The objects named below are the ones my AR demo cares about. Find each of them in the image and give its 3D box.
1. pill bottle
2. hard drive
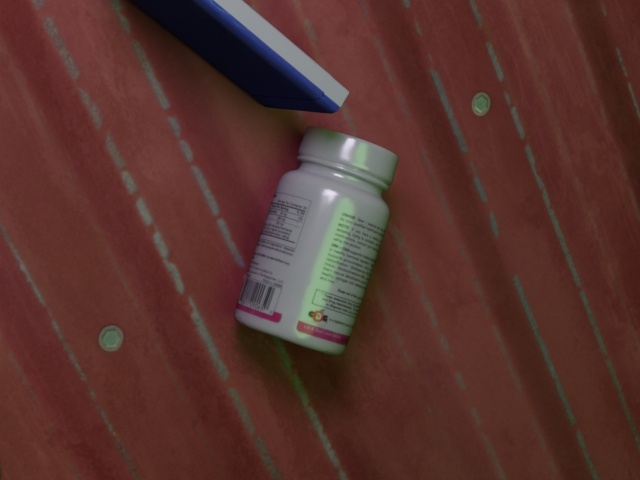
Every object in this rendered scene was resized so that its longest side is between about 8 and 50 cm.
[{"bbox_3d":[0.000,0.000,1.729,0.160,0.160,0.283,20,88,-30],"label":"pill bottle"},{"bbox_3d":[-0.133,-0.269,1.585,0.318,0.210,0.040,37,79,-28],"label":"hard drive"}]
